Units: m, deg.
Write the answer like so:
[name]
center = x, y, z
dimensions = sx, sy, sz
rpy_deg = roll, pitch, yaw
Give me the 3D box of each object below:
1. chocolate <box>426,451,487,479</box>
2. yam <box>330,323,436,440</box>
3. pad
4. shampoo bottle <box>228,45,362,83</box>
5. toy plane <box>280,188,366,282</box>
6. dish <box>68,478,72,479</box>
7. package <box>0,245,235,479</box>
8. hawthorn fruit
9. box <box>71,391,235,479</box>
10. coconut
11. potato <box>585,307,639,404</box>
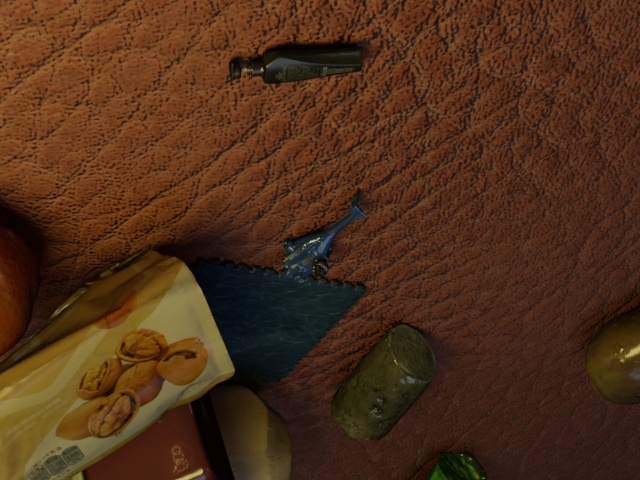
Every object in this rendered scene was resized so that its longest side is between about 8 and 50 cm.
[chocolate]
center = 0.207, 0.532, 2.077
dimensions = 0.110, 0.110, 0.291
rpy_deg = 8, 124, -28
[yam]
center = 0.100, 0.215, 1.661
dimensions = 0.107, 0.107, 0.194
rpy_deg = 6, 139, -27
[pad]
center = -0.109, 0.120, 1.536
dimensions = 0.270, 0.012, 0.269
rpy_deg = 9, 139, -30
[shampoo bottle]
center = -0.026, -0.181, 1.135
dimensions = 0.137, 0.027, 0.048
rpy_deg = -7, 153, -10
[toy plane]
center = 0.000, 0.000, 1.382
dimensions = 0.062, 0.054, 0.167
rpy_deg = 38, 125, -18
[dish]
center = -0.366, 0.364, 1.676
dimensions = 0.273, 0.134, 0.273
rpy_deg = 13, 128, 18
[package]
center = -0.285, 0.133, 1.269
dimensions = 0.311, 0.165, 0.221
rpy_deg = -34, 146, -13
[hawthorn fruit]
center = -0.420, 0.027, 1.164
dimensions = 0.199, 0.199, 0.251
rpy_deg = -22, 130, 10
[box]
center = -0.224, 0.245, 1.421
dimensions = 0.168, 0.294, 0.193
rpy_deg = -20, 149, 0
[coconut]
center = -0.169, 0.316, 1.605
dimensions = 0.241, 0.241, 0.241
rpy_deg = -10, 145, -7
[potato]
center = 0.551, 0.165, 1.724
dimensions = 0.296, 0.141, 0.192
rpy_deg = -32, 144, 19
